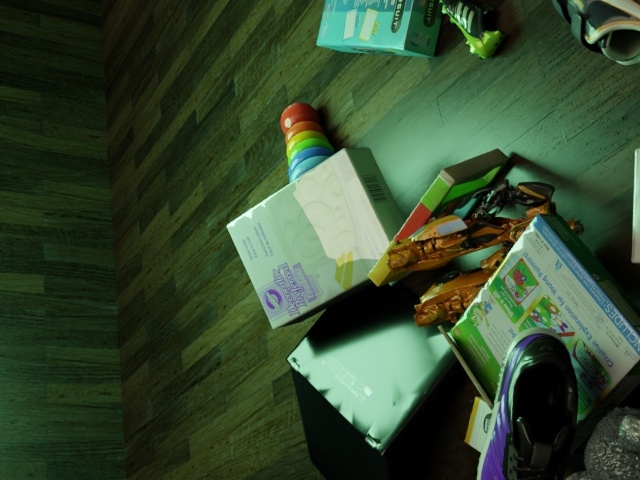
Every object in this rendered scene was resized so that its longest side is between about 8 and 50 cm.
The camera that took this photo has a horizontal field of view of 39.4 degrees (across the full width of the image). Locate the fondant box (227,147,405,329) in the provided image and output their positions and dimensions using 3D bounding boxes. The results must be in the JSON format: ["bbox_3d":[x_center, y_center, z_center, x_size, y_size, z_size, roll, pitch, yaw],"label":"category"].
[{"bbox_3d":[0.000,0.000,1.746,0.330,0.096,0.238,-31,79,33],"label":"fondant box"}]

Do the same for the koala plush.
[{"bbox_3d":[0.406,0.260,1.065,0.196,0.221,0.203,-56,41,36],"label":"koala plush"}]

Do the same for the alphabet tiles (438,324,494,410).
[{"bbox_3d":[0.261,0.252,1.308,0.009,0.198,0.237,-34,45,5],"label":"alphabet tiles"}]

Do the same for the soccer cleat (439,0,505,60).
[{"bbox_3d":[0.271,-0.398,1.585,0.072,0.060,0.179,-47,52,31],"label":"soccer cleat"}]

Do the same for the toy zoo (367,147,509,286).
[{"bbox_3d":[0.189,-0.023,1.517,0.030,0.192,0.293,46,127,18],"label":"toy zoo"}]

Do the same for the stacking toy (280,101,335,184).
[{"bbox_3d":[-0.025,-0.183,1.958,0.141,0.141,0.330,-58,36,35],"label":"stacking toy"}]

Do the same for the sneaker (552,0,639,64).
[{"bbox_3d":[0.402,-0.333,1.282,0.321,0.126,0.127,37,109,53],"label":"sneaker"}]

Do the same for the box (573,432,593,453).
[{"bbox_3d":[0.344,0.201,1.303,0.158,0.093,0.156,55,130,49],"label":"box"}]

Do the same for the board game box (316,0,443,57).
[{"bbox_3d":[0.130,-0.508,1.810,0.336,0.079,0.254,24,104,57],"label":"board game box"}]

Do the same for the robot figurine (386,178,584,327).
[{"bbox_3d":[0.258,0.031,1.358,0.291,0.085,0.211,-21,104,31],"label":"robot figurine"}]

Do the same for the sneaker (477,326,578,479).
[{"bbox_3d":[0.257,0.259,1.098,0.146,0.102,0.293,-36,-49,-86],"label":"sneaker"}]

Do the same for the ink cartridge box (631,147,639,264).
[{"bbox_3d":[0.499,-0.046,1.101,0.218,0.092,0.158,-6,79,60],"label":"ink cartridge box"}]

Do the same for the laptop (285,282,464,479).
[{"bbox_3d":[0.121,0.319,1.718,0.408,0.236,0.382,-51,35,-3],"label":"laptop"}]

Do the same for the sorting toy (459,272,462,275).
[{"bbox_3d":[0.242,0.089,1.569,0.083,0.012,0.062,-28,56,57],"label":"sorting toy"}]

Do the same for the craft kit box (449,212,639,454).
[{"bbox_3d":[0.312,0.136,1.217,0.247,0.061,0.250,-57,45,31],"label":"craft kit box"}]

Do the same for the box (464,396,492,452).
[{"bbox_3d":[0.291,0.313,1.431,0.136,0.028,0.081,25,106,55],"label":"box"}]
